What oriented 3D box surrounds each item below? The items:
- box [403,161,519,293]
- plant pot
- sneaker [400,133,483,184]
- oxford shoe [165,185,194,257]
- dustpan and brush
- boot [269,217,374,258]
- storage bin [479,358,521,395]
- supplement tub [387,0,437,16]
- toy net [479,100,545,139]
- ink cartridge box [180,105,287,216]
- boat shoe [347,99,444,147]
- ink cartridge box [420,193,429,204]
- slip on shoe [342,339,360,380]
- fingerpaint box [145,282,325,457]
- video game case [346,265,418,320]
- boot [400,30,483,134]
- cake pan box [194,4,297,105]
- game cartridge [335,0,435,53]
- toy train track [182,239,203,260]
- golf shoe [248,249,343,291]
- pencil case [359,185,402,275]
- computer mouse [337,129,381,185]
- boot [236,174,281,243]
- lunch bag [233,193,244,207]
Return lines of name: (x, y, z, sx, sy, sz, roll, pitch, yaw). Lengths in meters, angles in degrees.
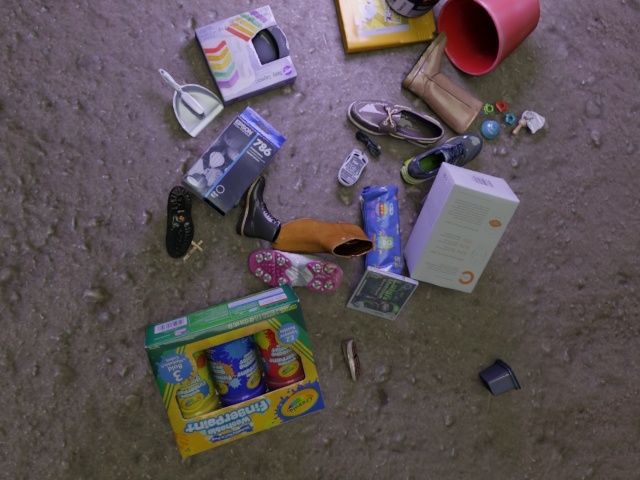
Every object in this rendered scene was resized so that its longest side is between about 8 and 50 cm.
box: (0.429, -0.037, 1.797, 0.214, 0.168, 0.345, 15, 118, -10)
plant pot: (0.566, -0.720, 1.887, 0.243, 0.275, 0.275, -35, 95, -19)
sneaker: (0.418, -0.273, 1.903, 0.299, 0.121, 0.111, -28, 94, -10)
oxford shoe: (-0.435, -0.058, 1.764, 0.082, 0.096, 0.227, 3, 106, -24)
dustpan and brush: (-0.421, -0.447, 1.782, 0.211, 0.060, 0.147, 44, 81, -7)
boot: (0.001, 0.001, 1.766, 0.295, 0.211, 0.104, -9, 109, -12)
storage bin: (0.597, 0.469, 1.917, 0.091, 0.135, 0.098, -26, 93, 1)
supplement tub: (0.330, -0.837, 1.761, 0.193, 0.316, 0.194, 0, 88, -12)
toy net: (0.667, -0.422, 1.996, 0.232, 0.045, 0.122, -7, 88, -12)
ink cartridge box: (-0.250, -0.248, 1.723, 0.165, 0.065, 0.333, 38, 72, -9)
boat shoe: (0.251, -0.392, 1.888, 0.324, 0.096, 0.117, 18, 85, -10)
ink cartridge box: (0.442, -0.143, 1.901, 0.198, 0.115, 0.067, 15, 64, -10)
slip on shoe: (0.098, 0.391, 1.868, 0.041, 0.051, 0.136, -6, 100, 29)
fingerpaint box: (-0.246, 0.379, 1.693, 0.444, 0.163, 0.371, -15, 108, -11)
video game case: (0.195, 0.173, 1.836, 0.173, 0.022, 0.190, 17, 130, -10)
boot: (0.437, -0.532, 1.937, 0.269, 0.089, 0.236, 35, 95, -7)
cake pan box: (-0.231, -0.587, 1.820, 0.266, 0.070, 0.246, -22, 94, -12)
game cartridge: (0.212, -0.789, 1.916, 0.323, 0.052, 0.286, -12, 91, -10)
toy train track: (-0.400, 0.031, 1.798, 0.048, 0.014, 0.083, 44, 87, -14)
golf shoe: (-0.074, 0.093, 1.815, 0.306, 0.140, 0.115, 12, 99, 12)
pencil case: (0.195, -0.031, 1.855, 0.133, 0.119, 0.306, -3, 89, -13)
computer mouse: (0.116, -0.261, 1.890, 0.106, 0.042, 0.193, 39, 76, -12)
boot: (-0.169, -0.095, 1.790, 0.137, 0.077, 0.198, 18, 98, 17)
lunch bag: (-0.296, -0.191, 1.786, 0.151, 0.096, 0.129, 33, 77, -23)
